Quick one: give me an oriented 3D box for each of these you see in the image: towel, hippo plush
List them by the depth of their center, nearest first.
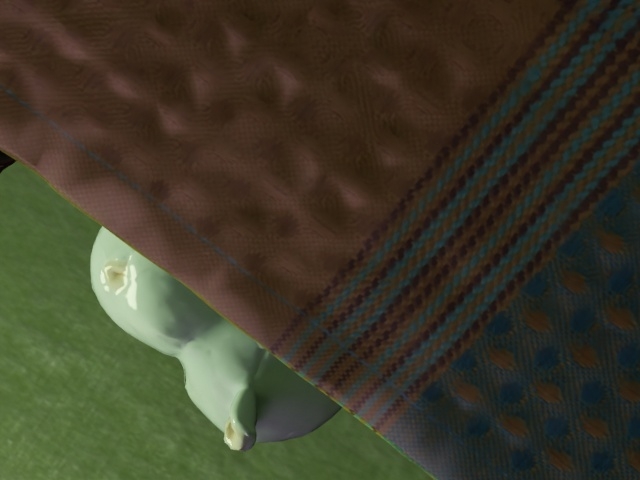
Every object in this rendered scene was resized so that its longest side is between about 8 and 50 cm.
[{"bbox_3d":[0.045,-0.074,0.466,0.370,0.271,0.040,37,-150,-10],"label":"towel"},{"bbox_3d":[0.000,0.000,1.204,0.294,0.236,0.234,39,-167,-3],"label":"hippo plush"}]

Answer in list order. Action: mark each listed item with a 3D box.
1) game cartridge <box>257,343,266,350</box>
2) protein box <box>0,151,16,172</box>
[{"bbox_3d":[-0.087,-0.140,0.778,0.355,0.068,0.230,61,177,-12],"label":"game cartridge"},{"bbox_3d":[-0.190,-0.098,0.605,0.200,0.136,0.201,169,87,-75],"label":"protein box"}]
